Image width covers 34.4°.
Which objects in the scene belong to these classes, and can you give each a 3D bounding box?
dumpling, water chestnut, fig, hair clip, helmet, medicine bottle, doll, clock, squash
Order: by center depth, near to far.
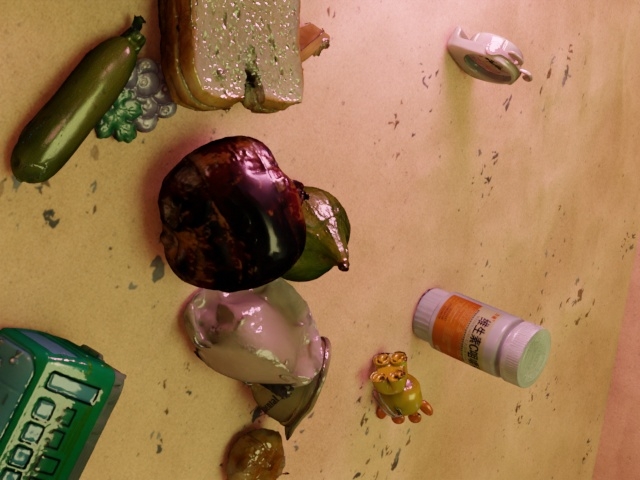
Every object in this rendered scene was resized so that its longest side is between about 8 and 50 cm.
[{"bbox_3d":[-0.365,-0.222,1.605,0.332,0.087,0.087,-56,141,-19],"label":"squash"},{"bbox_3d":[-0.302,-0.240,1.715,0.195,0.052,0.124,-41,125,-20],"label":"hair clip"},{"bbox_3d":[-0.149,-0.042,1.827,0.244,0.289,0.289,-59,157,-71],"label":"water chestnut"},{"bbox_3d":[-0.133,0.182,2.014,0.292,0.205,0.163,23,129,-16],"label":"dumpling"},{"bbox_3d":[0.000,0.000,2.032,0.203,0.235,0.203,-19,118,-41],"label":"fig"},{"bbox_3d":[-0.086,0.287,2.142,0.258,0.137,0.204,119,-14,-45],"label":"helmet"},{"bbox_3d":[0.393,-0.415,2.356,0.151,0.191,0.062,40,75,-52],"label":"clock"},{"bbox_3d":[0.193,0.375,2.530,0.135,0.142,0.221,-81,159,-49],"label":"doll"},{"bbox_3d":[0.391,0.233,2.549,0.158,0.318,0.158,-26,127,-41],"label":"medicine bottle"}]

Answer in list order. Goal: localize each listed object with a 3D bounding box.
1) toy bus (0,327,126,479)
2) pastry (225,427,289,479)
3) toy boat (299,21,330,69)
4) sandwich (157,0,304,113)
[{"bbox_3d":[-0.477,0.312,1.631,0.199,0.183,0.344,32,80,-49],"label":"toy bus"},{"bbox_3d":[-0.137,0.471,2.206,0.153,0.081,0.153,-20,124,-33],"label":"pastry"},{"bbox_3d":[-0.062,-0.340,1.943,0.206,0.064,0.072,-37,152,-29],"label":"toy boat"},{"bbox_3d":[-0.149,-0.338,1.751,0.273,0.095,0.249,-5,93,-47],"label":"sandwich"}]
